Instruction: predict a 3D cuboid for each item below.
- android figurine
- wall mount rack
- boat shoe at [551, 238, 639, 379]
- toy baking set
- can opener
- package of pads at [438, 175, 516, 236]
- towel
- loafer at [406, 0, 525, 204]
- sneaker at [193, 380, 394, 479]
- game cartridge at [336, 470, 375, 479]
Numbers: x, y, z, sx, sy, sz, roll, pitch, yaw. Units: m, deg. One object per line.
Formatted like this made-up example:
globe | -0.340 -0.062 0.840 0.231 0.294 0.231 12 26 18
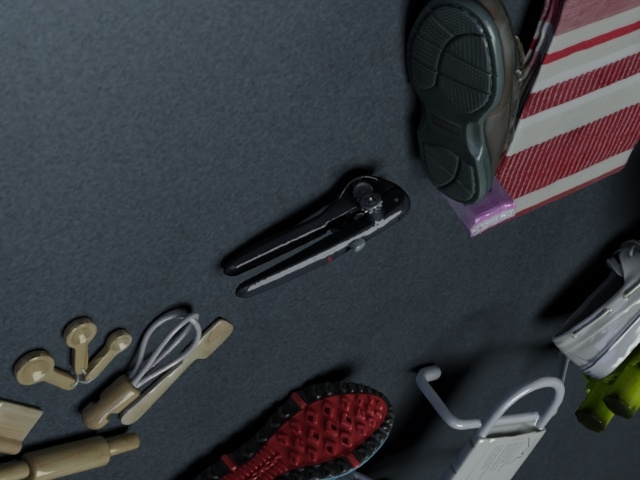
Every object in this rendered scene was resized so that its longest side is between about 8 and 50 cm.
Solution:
android figurine | 0.423 0.118 1.838 0.273 0.056 0.248 -52 180 -22
wall mount rack | 0.198 0.252 1.805 0.304 0.130 0.350 -1 132 -41
boat shoe | 0.387 0.043 1.762 0.267 0.088 0.096 -51 -174 12
toy baking set | -0.195 0.144 1.325 0.256 0.030 0.197 -5 135 -43
can opener | 0.000 0.000 1.319 0.186 0.059 0.073 -30 149 -16
package of pads | 0.144 -0.047 1.389 0.050 0.083 0.032 -24 151 -18
towel | 0.270 -0.160 1.427 0.237 0.037 0.329 -22 147 -31
loafer | 0.134 -0.140 1.270 0.084 0.096 0.267 -47 157 -25
sneaker | -0.039 0.243 1.584 0.262 0.104 0.125 -31 166 -7
game cartridge | 0.067 0.388 1.724 0.297 0.062 0.198 28 114 -13
